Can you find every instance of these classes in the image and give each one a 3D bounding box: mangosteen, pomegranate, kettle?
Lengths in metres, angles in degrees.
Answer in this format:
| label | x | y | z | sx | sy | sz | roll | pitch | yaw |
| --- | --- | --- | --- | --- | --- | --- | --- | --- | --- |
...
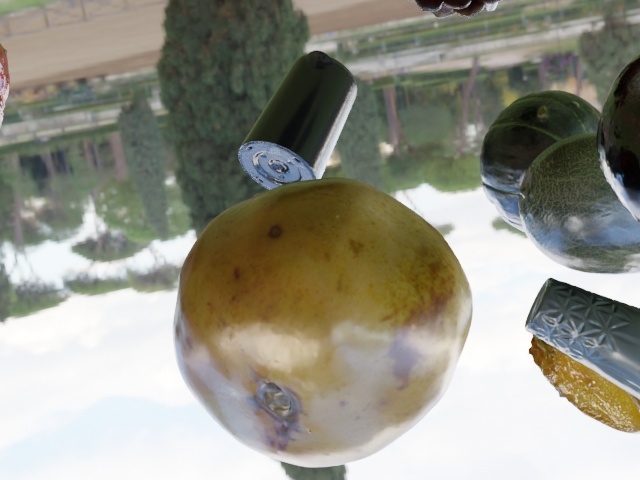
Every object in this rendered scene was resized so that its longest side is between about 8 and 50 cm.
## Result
| label | x | y | z | sx | sy | sz | roll | pitch | yaw |
| --- | --- | --- | --- | --- | --- | --- | --- | --- | --- |
| mangosteen | 0.494 | -0.142 | 1.180 | 0.297 | 0.313 | 0.297 | 9 | -152 | -5 |
| pomegranate | 0.008 | 0.107 | 1.333 | 0.417 | 0.416 | 0.416 | -10 | -171 | 1 |
| kettle | -0.027 | -0.264 | 2.330 | 0.203 | 0.262 | 0.308 | -3 | -130 | 42 |

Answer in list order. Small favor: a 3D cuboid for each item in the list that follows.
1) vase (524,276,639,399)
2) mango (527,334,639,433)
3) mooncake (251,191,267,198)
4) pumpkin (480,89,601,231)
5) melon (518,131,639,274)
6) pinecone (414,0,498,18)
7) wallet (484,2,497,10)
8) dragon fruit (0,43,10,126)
| label | x | y | z | sx | sy | sz | roll | pitch | yaw |
| --- | --- | --- | --- | --- | --- | --- | --- | --- | --- |
| vase | 0.499 | 0.171 | 1.616 | 0.301 | 0.156 | 0.251 | 25 | 175 | 5 |
| mango | 0.547 | 0.247 | 1.868 | 0.199 | 0.201 | 0.350 | -31 | -144 | -11 |
| mooncake | 0.000 | 0.000 | 1.735 | 0.290 | 0.161 | 0.290 | 5 | 180 | 0 |
| pumpkin | 0.490 | -0.163 | 2.058 | 0.241 | 0.323 | 0.323 | 13 | -158 | 40 |
| melon | 0.508 | -0.062 | 1.679 | 0.329 | 0.248 | 0.248 | 8 | -174 | -8 |
| pinecone | 0.208 | -0.482 | 1.514 | 0.264 | 0.264 | 0.264 | -10 | -171 | 1 |
| wallet | 0.336 | -0.568 | 1.966 | 0.039 | 0.133 | 0.243 | -35 | 173 | -8 |
| dragon fruit | -0.712 | -0.250 | 1.810 | 0.317 | 0.205 | 0.152 | -26 | -164 | -17 |
